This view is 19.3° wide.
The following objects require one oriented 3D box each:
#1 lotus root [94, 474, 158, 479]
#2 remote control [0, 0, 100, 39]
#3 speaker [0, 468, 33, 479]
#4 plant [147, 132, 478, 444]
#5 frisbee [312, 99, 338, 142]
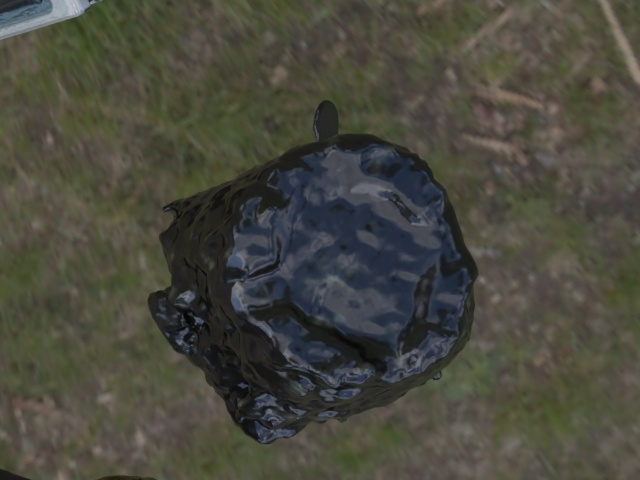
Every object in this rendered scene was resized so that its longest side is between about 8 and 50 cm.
[{"bbox_3d":[-0.154,0.210,1.259,0.108,0.191,0.094,-6,79,-34],"label":"lotus root"},{"bbox_3d":[-0.291,-0.188,1.398,0.277,0.055,0.103,-11,114,34],"label":"remote control"},{"bbox_3d":[-0.242,0.251,1.045,0.184,0.254,0.232,20,107,-2],"label":"speaker"},{"bbox_3d":[-0.004,0.031,1.224,0.204,0.234,0.178,-22,88,-16],"label":"plant"},{"bbox_3d":[0.000,0.000,1.697,0.187,0.012,0.211,51,55,-56],"label":"frisbee"}]
